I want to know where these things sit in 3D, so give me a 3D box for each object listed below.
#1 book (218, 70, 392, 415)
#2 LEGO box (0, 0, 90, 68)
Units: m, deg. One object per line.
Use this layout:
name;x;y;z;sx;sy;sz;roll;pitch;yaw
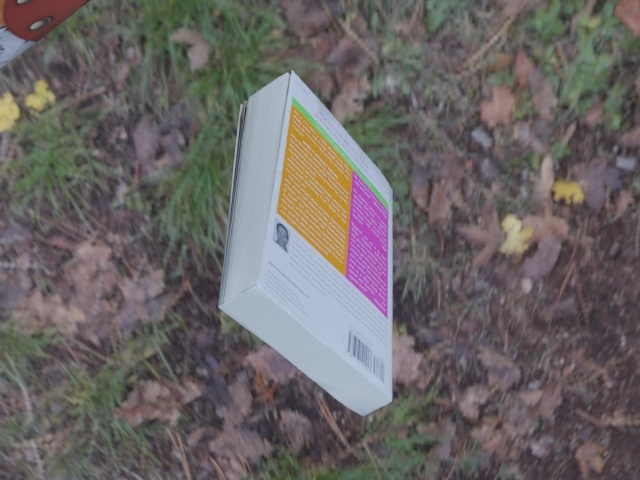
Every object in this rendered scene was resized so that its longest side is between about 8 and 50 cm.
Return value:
book;0.000;0.000;0.649;0.035;0.096;0.144;-30;35;28
LEGO box;-0.304;-0.236;0.309;0.193;0.372;0.500;-32;85;22
